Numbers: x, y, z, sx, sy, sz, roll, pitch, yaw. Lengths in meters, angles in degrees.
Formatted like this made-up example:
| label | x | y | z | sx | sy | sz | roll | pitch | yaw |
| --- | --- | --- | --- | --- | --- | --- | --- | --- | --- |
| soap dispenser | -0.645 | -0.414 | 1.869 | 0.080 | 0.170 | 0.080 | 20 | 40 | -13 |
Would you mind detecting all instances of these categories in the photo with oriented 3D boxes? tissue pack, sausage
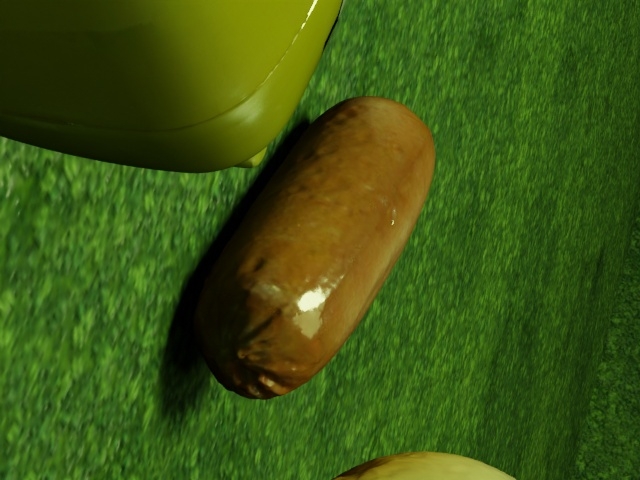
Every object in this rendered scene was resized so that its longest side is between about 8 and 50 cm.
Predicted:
| label | x | y | z | sx | sy | sz | roll | pitch | yaw |
| --- | --- | --- | --- | --- | --- | --- | --- | --- | --- |
| tissue pack | -0.043 | -0.106 | 0.413 | 0.127 | 0.123 | 0.178 | 73 | 31 | -58 |
| sausage | 0.000 | 0.000 | 0.720 | 0.197 | 0.076 | 0.076 | -56 | 152 | -50 |

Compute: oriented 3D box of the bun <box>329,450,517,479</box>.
| label | x | y | z | sx | sy | sz | roll | pitch | yaw |
| --- | --- | --- | --- | --- | --- | --- | --- | --- | --- |
| bun | 0.001 | 0.237 | 0.719 | 0.299 | 0.164 | 0.299 | -33 | 132 | -45 |
